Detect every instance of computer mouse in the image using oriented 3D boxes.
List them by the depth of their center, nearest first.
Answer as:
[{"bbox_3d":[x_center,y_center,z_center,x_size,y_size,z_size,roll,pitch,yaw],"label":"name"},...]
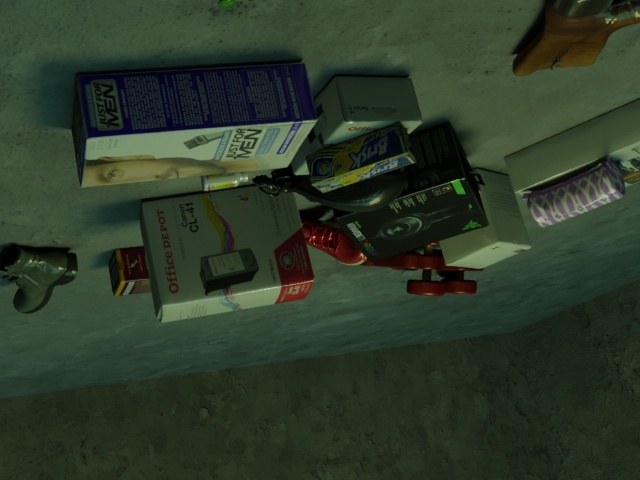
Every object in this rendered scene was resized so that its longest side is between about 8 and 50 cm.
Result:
[{"bbox_3d":[0.026,-0.090,1.694,0.272,0.072,0.188,2,-173,17],"label":"computer mouse"}]

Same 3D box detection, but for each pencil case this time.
[{"bbox_3d":[0.538,-0.099,1.942,0.206,0.086,0.088,-27,121,33],"label":"pencil case"}]

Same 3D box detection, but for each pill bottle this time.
[{"bbox_3d":[-0.177,-0.117,1.698,0.083,0.043,0.043,-9,163,-13],"label":"pill bottle"}]

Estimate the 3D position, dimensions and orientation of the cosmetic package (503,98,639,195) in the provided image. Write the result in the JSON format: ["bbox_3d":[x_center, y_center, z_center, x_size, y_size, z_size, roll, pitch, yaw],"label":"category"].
[{"bbox_3d":[0.636,-0.188,2.021,0.377,0.097,0.284,-23,158,32],"label":"cosmetic package"}]

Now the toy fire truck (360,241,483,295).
[{"bbox_3d":[0.278,0.054,2.486,0.302,0.169,0.254,2,-178,-40],"label":"toy fire truck"}]

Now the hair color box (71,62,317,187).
[{"bbox_3d":[-0.194,-0.173,1.391,0.339,0.110,0.185,-6,163,-19],"label":"hair color box"}]

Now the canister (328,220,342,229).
[{"bbox_3d":[0.106,-0.017,2.128,0.126,0.073,0.170,0,175,-31],"label":"canister"}]

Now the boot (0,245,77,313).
[{"bbox_3d":[-0.639,0.075,1.953,0.161,0.083,0.246,11,146,-41],"label":"boot"}]

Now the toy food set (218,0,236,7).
[{"bbox_3d":[-0.107,-0.316,1.127,0.083,0.020,0.083,-22,162,26],"label":"toy food set"}]

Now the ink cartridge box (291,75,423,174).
[{"bbox_3d":[0.053,-0.191,1.555,0.153,0.086,0.208,-4,162,-28],"label":"ink cartridge box"}]

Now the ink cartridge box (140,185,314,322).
[{"bbox_3d":[-0.188,0.022,1.833,0.306,0.226,0.131,-9,163,-16],"label":"ink cartridge box"}]

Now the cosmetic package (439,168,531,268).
[{"bbox_3d":[0.361,-0.046,2.112,0.151,0.183,0.151,-26,159,37],"label":"cosmetic package"}]

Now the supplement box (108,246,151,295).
[{"bbox_3d":[-0.373,0.064,2.086,0.188,0.080,0.104,-6,162,-24],"label":"supplement box"}]

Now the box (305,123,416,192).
[{"bbox_3d":[0.066,-0.133,1.506,0.169,0.054,0.059,-18,163,16],"label":"box"}]

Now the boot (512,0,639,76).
[{"bbox_3d":[0.453,-0.325,1.411,0.264,0.096,0.280,-12,165,-5],"label":"boot"}]

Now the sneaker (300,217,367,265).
[{"bbox_3d":[0.000,0.000,2.039,0.128,0.087,0.221,8,-176,-40],"label":"sneaker"}]

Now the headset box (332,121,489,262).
[{"bbox_3d":[0.186,-0.092,1.851,0.283,0.131,0.246,-18,153,13],"label":"headset box"}]

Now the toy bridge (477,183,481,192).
[{"bbox_3d":[0.255,-0.093,2.034,0.188,0.026,0.063,-19,160,22],"label":"toy bridge"}]
